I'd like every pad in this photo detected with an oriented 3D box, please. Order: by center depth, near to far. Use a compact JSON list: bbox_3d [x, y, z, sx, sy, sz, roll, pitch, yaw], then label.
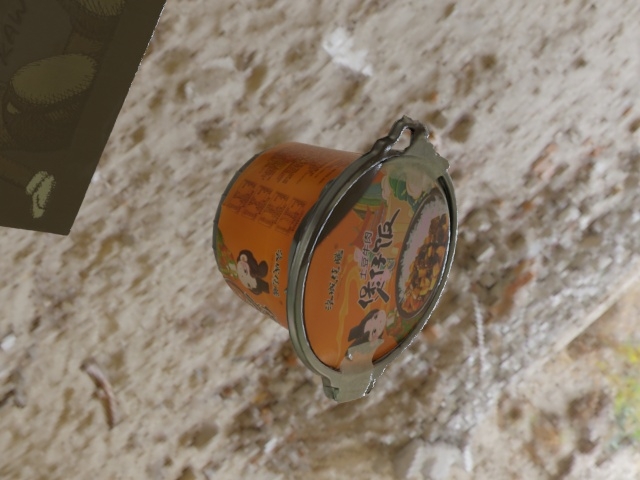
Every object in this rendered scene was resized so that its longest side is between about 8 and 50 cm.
[{"bbox_3d":[-0.140,-0.081,0.436,0.127,0.004,0.190,9,126,-32],"label":"pad"}]

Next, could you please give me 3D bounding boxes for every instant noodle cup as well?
[{"bbox_3d":[0.000,0.000,0.755,0.177,0.125,0.208,21,91,-52],"label":"instant noodle cup"}]
